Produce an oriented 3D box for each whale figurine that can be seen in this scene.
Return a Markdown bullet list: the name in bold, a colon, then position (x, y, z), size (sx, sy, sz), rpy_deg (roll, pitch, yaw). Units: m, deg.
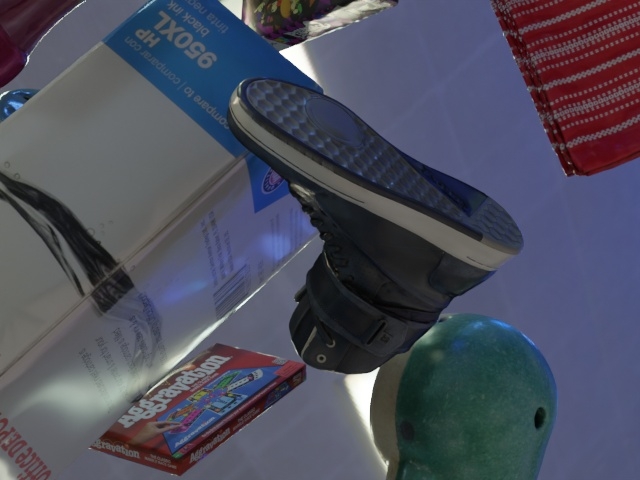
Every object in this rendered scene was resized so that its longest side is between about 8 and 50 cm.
- **whale figurine**: position (0.148, 0.201, 1.123), size (0.216, 0.141, 0.272), rpy_deg (-19, -77, -45)

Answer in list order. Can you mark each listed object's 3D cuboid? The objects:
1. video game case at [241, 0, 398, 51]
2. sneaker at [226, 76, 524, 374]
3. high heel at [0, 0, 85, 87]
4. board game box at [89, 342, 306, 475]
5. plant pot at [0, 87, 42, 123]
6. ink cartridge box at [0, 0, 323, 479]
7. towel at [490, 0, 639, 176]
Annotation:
- **video game case**: position (0.001, -0.302, 1.131), size (0.042, 0.210, 0.232), rpy_deg (10, -100, -33)
- **sneaker**: position (0.001, 0.002, 0.830), size (0.226, 0.086, 0.163), rpy_deg (30, -58, -24)
- **high heel**: position (-0.401, -0.287, 1.296), size (0.181, 0.377, 0.127), rpy_deg (-41, -42, -5)
- **board game box**: position (-0.150, 0.201, 1.539), size (0.281, 0.145, 0.027), rpy_deg (-31, -55, -55)
- **plant pot**: position (-0.321, -0.023, 1.374), size (0.293, 0.293, 0.235), rpy_deg (10, -56, -43)
- **ink cartridge box**: position (-0.189, 0.017, 1.031), size (0.395, 0.166, 0.285), rpy_deg (-44, -16, -17)
- **towel**: position (0.270, -0.208, 1.150), size (0.199, 0.275, 0.031), rpy_deg (-20, -14, -1)
